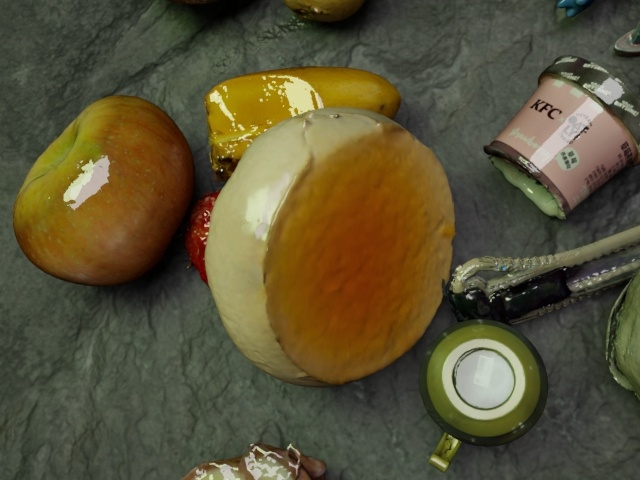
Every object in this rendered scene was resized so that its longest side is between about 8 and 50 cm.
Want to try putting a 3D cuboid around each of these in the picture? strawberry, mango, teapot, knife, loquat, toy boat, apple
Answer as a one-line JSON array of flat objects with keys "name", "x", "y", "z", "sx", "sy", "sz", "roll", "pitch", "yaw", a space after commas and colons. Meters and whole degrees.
[{"name": "strawberry", "x": -0.091, "y": -0.002, "z": 0.821, "sx": 0.187, "sy": 0.082, "sz": 0.146, "roll": 7, "pitch": 82, "yaw": 7}, {"name": "mango", "x": -0.025, "y": -0.153, "z": 0.809, "sx": 0.252, "sy": 0.154, "sz": 0.126, "roll": -12, "pitch": 92, "yaw": 5}, {"name": "teapot", "x": 0.163, "y": 0.166, "z": 0.696, "sx": 0.130, "sy": 0.119, "sz": 0.166, "roll": 29, "pitch": 82, "yaw": 19}, {"name": "knife", "x": 0.316, "y": 0.021, "z": 0.727, "sx": 0.365, "sy": 0.043, "sz": 0.089, "roll": -17, "pitch": 115, "yaw": -2}, {"name": "loquat", "x": 0.010, "y": -0.357, "z": 0.872, "sx": 0.141, "sy": 0.141, "sz": 0.141, "roll": -3, "pitch": 73, "yaw": 9}, {"name": "toy boat", "x": 0.409, "y": -0.272, "z": 0.783, "sx": 0.096, "sy": 0.122, "sz": 0.034, "roll": -18, "pitch": 69, "yaw": 3}, {"name": "apple", "x": -0.252, "y": -0.055, "z": 0.799, "sx": 0.235, "sy": 0.173, "sz": 0.210, "roll": -49, "pitch": 31, "yaw": 3}]

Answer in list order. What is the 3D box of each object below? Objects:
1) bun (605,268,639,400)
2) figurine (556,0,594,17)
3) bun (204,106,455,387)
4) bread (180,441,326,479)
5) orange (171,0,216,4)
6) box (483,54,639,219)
[{"name": "bun", "x": 0.410, "y": 0.104, "z": 0.662, "sx": 0.239, "sy": 0.141, "sz": 0.239, "roll": -1, "pitch": 77, "yaw": 4}, {"name": "figurine", "x": 0.417, "y": -0.416, "z": 0.745, "sx": 0.416, "sy": 0.298, "sz": 0.243, "roll": -11, "pitch": 71, "yaw": -16}, {"name": "bun", "x": 0.000, "y": 0.000, "z": 0.714, "sx": 0.165, "sy": 0.299, "sz": 0.299, "roll": 14, "pitch": 74, "yaw": 48}, {"name": "bread", "x": -0.080, "y": 0.323, "z": 0.691, "sx": 0.190, "sy": 0.123, "sz": 0.244, "roll": 31, "pitch": 81, "yaw": 15}, {"name": "orange", "x": -0.156, "y": -0.490, "z": 0.884, "sx": 0.274, "sy": 0.274, "sz": 0.310, "roll": -4, "pitch": 116, "yaw": 9}, {"name": "box", "x": 0.277, "y": -0.110, "z": 0.751, "sx": 0.135, "sy": 0.151, "sz": 0.151, "roll": -44, "pitch": 71, "yaw": 5}]
